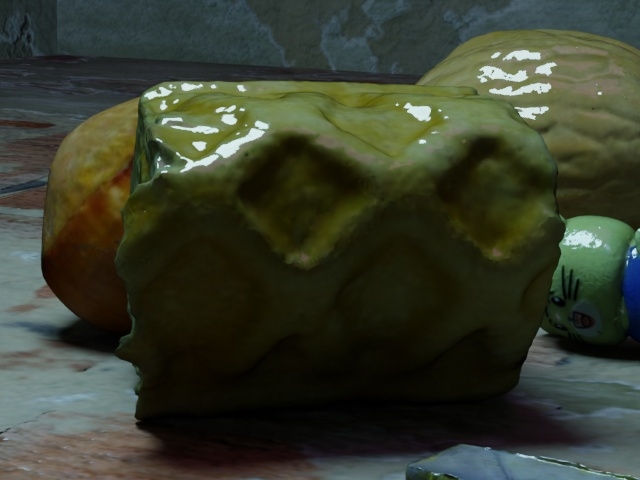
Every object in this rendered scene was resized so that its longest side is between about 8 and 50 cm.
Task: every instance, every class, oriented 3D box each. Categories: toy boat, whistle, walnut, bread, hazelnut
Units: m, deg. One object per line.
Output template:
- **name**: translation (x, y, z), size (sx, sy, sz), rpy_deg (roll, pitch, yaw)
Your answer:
- **toy boat**: translation (0.105, 0.124, 0.883), size (0.115, 0.016, 0.063), rpy_deg (8, 13, 37)
- **whistle**: translation (0.235, 0.036, 1.187), size (0.227, 0.105, 0.085), rpy_deg (9, 43, 24)
- **walnut**: translation (0.192, -0.070, 1.457), size (0.261, 0.225, 0.225), rpy_deg (4, 10, 22)
- **bread**: translation (0.000, 0.004, 1.053), size (0.252, 0.196, 0.238), rpy_deg (-3, 15, -8)
- **hazelnut**: translation (-0.102, -0.017, 1.224), size (0.182, 0.182, 0.182), rpy_deg (1, 10, 0)
